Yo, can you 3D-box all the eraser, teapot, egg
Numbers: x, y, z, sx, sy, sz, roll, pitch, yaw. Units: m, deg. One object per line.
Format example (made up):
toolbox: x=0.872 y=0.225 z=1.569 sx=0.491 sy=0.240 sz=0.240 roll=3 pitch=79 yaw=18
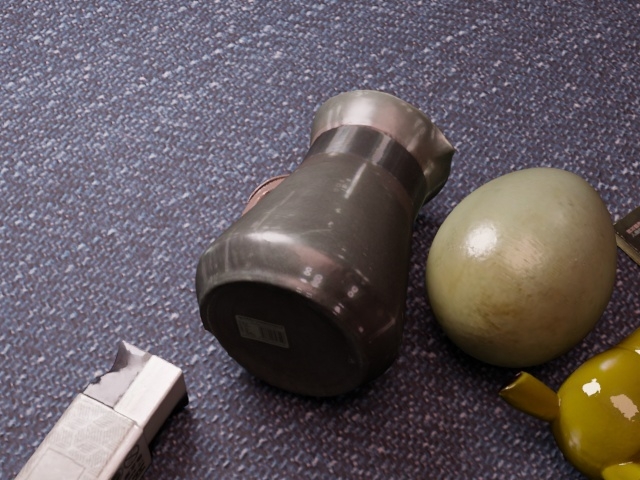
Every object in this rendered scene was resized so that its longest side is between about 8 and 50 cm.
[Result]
eraser: x=-0.293 y=0.300 z=1.162 sx=0.096 sy=0.098 sz=0.404 roll=24 pitch=58 yaw=16
teapot: x=0.000 y=0.000 z=1.312 sx=0.300 sy=0.253 sz=0.344 roll=-5 pitch=40 yaw=35
egg: x=0.253 y=0.023 z=1.291 sx=0.218 sy=0.218 sz=0.295 roll=26 pitch=45 yaw=17

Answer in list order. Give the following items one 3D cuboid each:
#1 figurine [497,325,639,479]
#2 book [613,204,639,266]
figurine: x=0.385 y=0.184 z=1.205 sx=0.327 sy=0.169 sz=0.218 roll=-31 pitch=56 yaw=-21
book: x=0.516 y=0.022 z=1.407 sx=0.160 sy=0.024 sz=0.228 roll=-31 pitch=61 yaw=-21
